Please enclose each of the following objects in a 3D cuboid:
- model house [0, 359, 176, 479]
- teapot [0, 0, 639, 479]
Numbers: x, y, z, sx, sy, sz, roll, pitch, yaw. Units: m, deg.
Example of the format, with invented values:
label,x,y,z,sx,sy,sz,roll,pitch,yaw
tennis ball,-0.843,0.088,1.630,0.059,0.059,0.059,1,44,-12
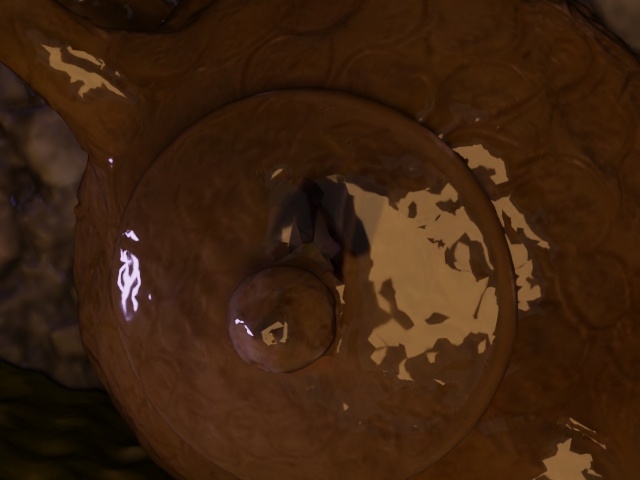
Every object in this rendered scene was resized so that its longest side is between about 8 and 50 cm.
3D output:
label,x,y,z,sx,sy,sz,roll,pitch,yaw
model house,-0.153,0.162,0.564,0.303,0.237,0.216,-11,105,6
teapot,0.000,0.000,0.533,0.311,0.167,0.203,42,109,6
